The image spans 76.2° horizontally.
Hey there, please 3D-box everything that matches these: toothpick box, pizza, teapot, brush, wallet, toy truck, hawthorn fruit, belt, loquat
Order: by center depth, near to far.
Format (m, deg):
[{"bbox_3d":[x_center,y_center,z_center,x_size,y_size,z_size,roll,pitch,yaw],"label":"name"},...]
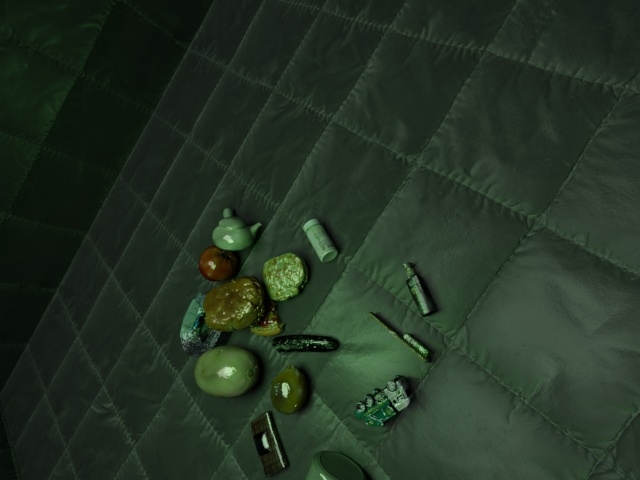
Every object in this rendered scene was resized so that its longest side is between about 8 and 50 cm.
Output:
[{"bbox_3d":[0.006,0.934,1.422,0.228,0.229,0.317,23,91,36],"label":"toothpick box"},{"bbox_3d":[0.231,0.580,1.450,0.216,0.110,0.116,-40,71,18],"label":"toy truck"},{"bbox_3d":[0.292,0.344,1.501,0.282,0.054,0.048,35,88,35],"label":"brush"},{"bbox_3d":[-0.127,0.605,1.657,0.151,0.152,0.196,1,86,34],"label":"loquat"},{"bbox_3d":[-0.221,0.853,1.712,0.124,0.042,0.230,-37,61,17],"label":"wallet"},{"bbox_3d":[-0.248,0.335,1.863,0.187,0.062,0.199,-10,70,29],"label":"pizza"},{"bbox_3d":[-0.561,0.419,2.015,0.260,0.122,0.325,34,98,28],"label":"belt"},{"bbox_3d":[-0.453,-0.056,2.026,0.318,0.219,0.149,21,115,41],"label":"teapot"},{"bbox_3d":[-0.520,0.133,2.034,0.225,0.196,0.197,-42,57,35],"label":"hawthorn fruit"}]

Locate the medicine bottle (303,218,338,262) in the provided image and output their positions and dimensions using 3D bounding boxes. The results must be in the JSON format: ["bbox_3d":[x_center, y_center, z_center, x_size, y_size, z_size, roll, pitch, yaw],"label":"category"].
[{"bbox_3d":[0.000,0.000,1.772,0.086,0.086,0.184,-40,58,18],"label":"medicine bottle"}]

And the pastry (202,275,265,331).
[{"bbox_3d":[-0.374,0.293,1.841,0.310,0.162,0.255,-16,49,22],"label":"pastry"}]

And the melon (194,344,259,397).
[{"bbox_3d":[-0.414,0.579,1.809,0.316,0.223,0.224,-9,72,31],"label":"melon"}]

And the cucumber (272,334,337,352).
[{"bbox_3d":[-0.069,0.430,1.707,0.303,0.081,0.072,-12,42,31],"label":"cucumber"}]

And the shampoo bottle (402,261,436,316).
[{"bbox_3d":[0.359,0.174,1.501,0.057,0.063,0.208,-36,61,32],"label":"shampoo bottle"}]

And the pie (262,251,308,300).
[{"bbox_3d":[-0.162,0.168,1.835,0.247,0.089,0.201,-19,78,29],"label":"pie"}]
